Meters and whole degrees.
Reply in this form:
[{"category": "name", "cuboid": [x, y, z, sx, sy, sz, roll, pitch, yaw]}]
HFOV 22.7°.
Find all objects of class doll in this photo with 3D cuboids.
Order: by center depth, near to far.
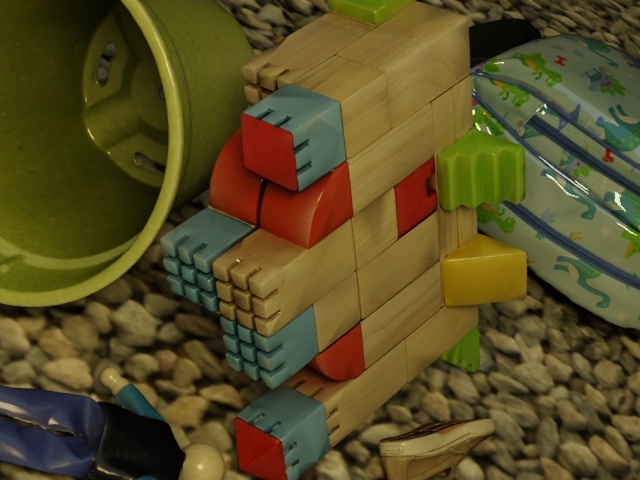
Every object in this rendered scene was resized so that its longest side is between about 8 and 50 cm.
[{"category": "doll", "cuboid": [-0.154, 0.140, 1.129, 0.189, 0.046, 0.129, 17, 37, -20]}]

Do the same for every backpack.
[{"category": "backpack", "cuboid": [0.265, -0.068, 1.585, 0.355, 0.273, 0.290, 55, 31, 11]}]

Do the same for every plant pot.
[{"category": "plant pot", "cuboid": [-0.177, -0.109, 1.272, 0.276, 0.276, 0.254, 39, 22, 11]}]

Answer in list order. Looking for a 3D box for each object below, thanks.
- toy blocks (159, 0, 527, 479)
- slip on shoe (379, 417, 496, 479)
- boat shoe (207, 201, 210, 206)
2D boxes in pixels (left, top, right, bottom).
[{"category": "toy blocks", "cuboid": [0.000, 0.000, 1.190, 0.191, 0.381, 0.261, 24, 45, 35]}, {"category": "slip on shoe", "cuboid": [0.097, 0.172, 1.298, 0.135, 0.051, 0.041, -7, 89, -54]}, {"category": "boat shoe", "cuboid": [0.007, 0.016, 1.388, 0.224, 0.080, 0.073, 25, 29, -18]}]
